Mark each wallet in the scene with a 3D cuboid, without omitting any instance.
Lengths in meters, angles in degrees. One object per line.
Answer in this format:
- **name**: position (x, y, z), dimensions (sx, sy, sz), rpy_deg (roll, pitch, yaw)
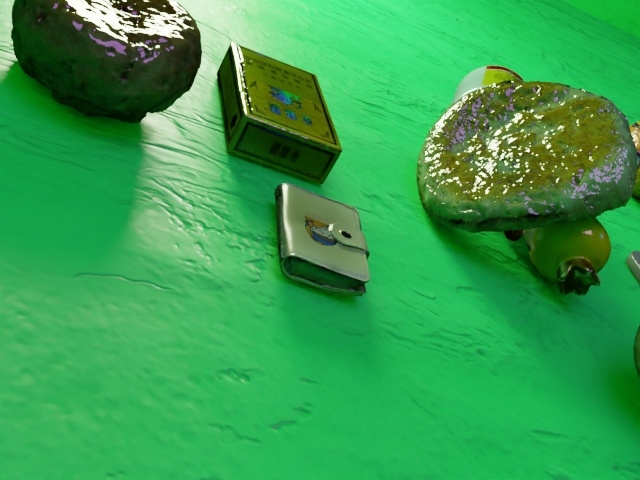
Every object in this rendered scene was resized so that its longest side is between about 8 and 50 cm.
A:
- **wallet**: position (0.000, 0.000, 1.000), dimensions (0.110, 0.039, 0.155), rpy_deg (18, 31, -16)

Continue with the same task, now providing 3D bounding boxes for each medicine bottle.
- **medicine bottle**: position (0.284, -0.204, 1.482), dimensions (0.139, 0.139, 0.225), rpy_deg (31, 29, -1)

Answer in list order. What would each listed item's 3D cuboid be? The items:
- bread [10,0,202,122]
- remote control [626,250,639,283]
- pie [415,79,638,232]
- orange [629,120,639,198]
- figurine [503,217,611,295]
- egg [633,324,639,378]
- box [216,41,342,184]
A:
- **bread**: position (-0.253, -0.228, 1.031), dimensions (0.230, 0.123, 0.230), rpy_deg (21, 36, -16)
- **remote control**: position (0.557, 0.099, 1.392), dimensions (0.077, 0.022, 0.245), rpy_deg (16, 32, -22)
- **pie**: position (0.287, -0.122, 1.254), dimensions (0.323, 0.070, 0.323), rpy_deg (-8, 46, 9)
- **orange**: position (0.670, -0.156, 1.759), dimensions (0.177, 0.155, 0.177), rpy_deg (16, 33, -11)
- **figurine**: position (0.324, -0.021, 1.276), dimensions (0.185, 0.127, 0.234), rpy_deg (1, 59, 16)
- **egg**: position (0.525, 0.143, 1.071), dimensions (0.289, 0.238, 0.238), rpy_deg (13, 33, -14)
- **box**: position (-0.061, -0.176, 1.190), dimensions (0.141, 0.064, 0.220), rpy_deg (18, 30, -24)
